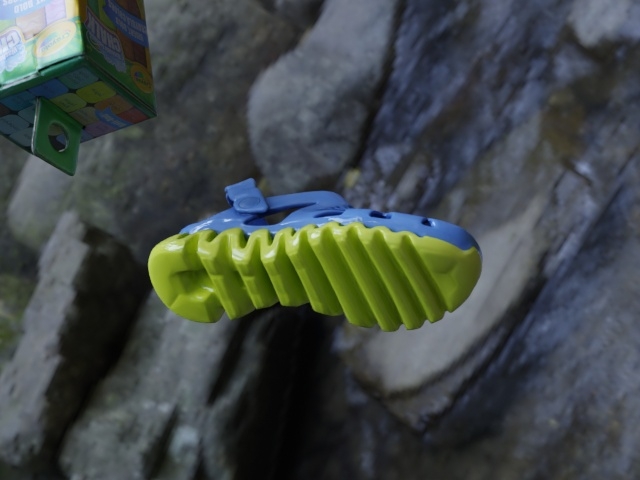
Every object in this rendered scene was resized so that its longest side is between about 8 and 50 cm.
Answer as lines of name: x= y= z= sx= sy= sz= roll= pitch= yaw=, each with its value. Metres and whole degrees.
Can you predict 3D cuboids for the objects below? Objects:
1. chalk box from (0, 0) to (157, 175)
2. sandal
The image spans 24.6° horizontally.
chalk box: x=-0.235 y=-0.165 z=1.303 sx=0.132 sy=0.132 sz=0.213 roll=-18 pitch=66 yaw=17
sandal: x=0.000 y=0.000 z=1.364 sx=0.317 sy=0.126 sz=0.138 roll=4 pitch=41 yaw=22
